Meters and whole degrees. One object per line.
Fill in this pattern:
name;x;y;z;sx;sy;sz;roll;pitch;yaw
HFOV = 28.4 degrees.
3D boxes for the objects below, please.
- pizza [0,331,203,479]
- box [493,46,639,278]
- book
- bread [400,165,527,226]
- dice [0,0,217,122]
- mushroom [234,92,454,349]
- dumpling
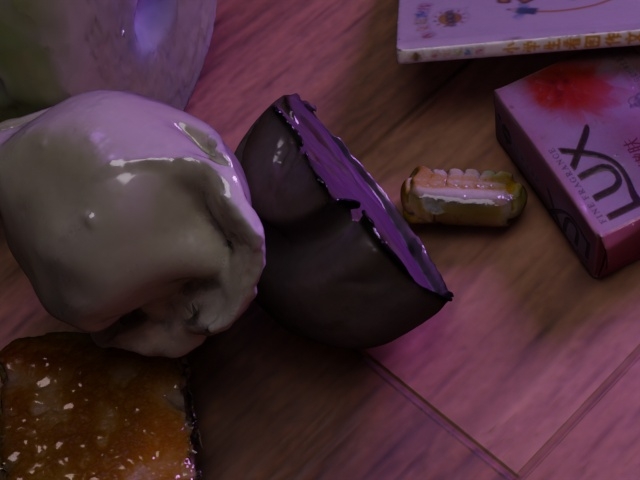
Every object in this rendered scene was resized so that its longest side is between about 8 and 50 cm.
pizza;-0.143;0.146;0.784;0.147;0.069;0.226;-11;47;-8
box;0.198;-0.061;0.872;0.111;0.060;0.156;-26;55;-7
book;0.206;-0.199;0.948;0.296;0.020;0.207;-4;37;8
bread;0.099;-0.029;0.881;0.088;0.033;0.049;2;42;6
dice;-0.228;-0.187;0.911;0.250;0.254;0.252;13;58;14
mushroom;0.000;0.000;0.822;0.117;0.141;0.188;-52;46;17
dumpling;-0.119;-0.008;0.761;0.250;0.162;0.132;9;36;40
